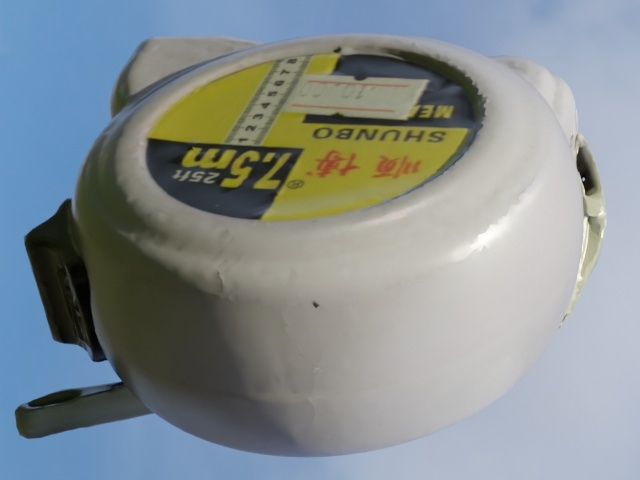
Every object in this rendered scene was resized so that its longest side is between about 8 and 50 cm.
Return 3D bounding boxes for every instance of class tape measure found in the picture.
[{"bbox_3d":[-0.004,0.002,0.510,0.196,0.105,0.178,7,-143,20],"label":"tape measure"}]
